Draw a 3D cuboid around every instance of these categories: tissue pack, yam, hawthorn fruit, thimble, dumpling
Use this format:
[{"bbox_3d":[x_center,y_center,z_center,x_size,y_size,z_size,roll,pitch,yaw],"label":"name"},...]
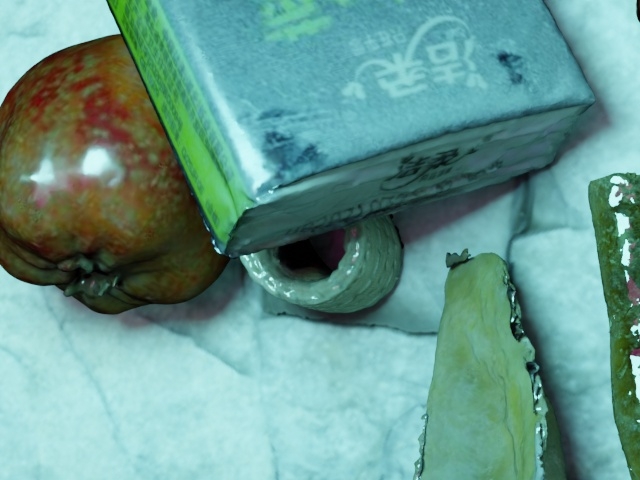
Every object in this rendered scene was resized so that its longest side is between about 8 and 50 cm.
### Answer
[{"bbox_3d":[-0.013,-0.206,1.420,0.288,0.124,0.394,-18,68,-22],"label":"tissue pack"},{"bbox_3d":[0.233,0.078,1.373,0.061,0.061,0.253,-11,77,20],"label":"yam"},{"bbox_3d":[-0.153,-0.074,1.483,0.208,0.208,0.248,3,69,23],"label":"hawthorn fruit"},{"bbox_3d":[0.000,0.000,1.467,0.102,0.090,0.115,-32,71,18],"label":"thimble"},{"bbox_3d":[0.134,0.171,1.381,0.166,0.086,0.332,-4,76,55],"label":"dumpling"}]

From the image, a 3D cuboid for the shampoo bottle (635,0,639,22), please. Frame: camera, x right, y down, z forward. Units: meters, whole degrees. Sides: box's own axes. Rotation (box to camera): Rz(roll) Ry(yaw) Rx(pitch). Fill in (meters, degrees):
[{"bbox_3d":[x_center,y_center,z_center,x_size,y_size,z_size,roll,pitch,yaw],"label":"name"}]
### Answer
[{"bbox_3d":[0.294,-0.243,1.393,0.129,0.084,0.323,5,82,28],"label":"shampoo bottle"}]
